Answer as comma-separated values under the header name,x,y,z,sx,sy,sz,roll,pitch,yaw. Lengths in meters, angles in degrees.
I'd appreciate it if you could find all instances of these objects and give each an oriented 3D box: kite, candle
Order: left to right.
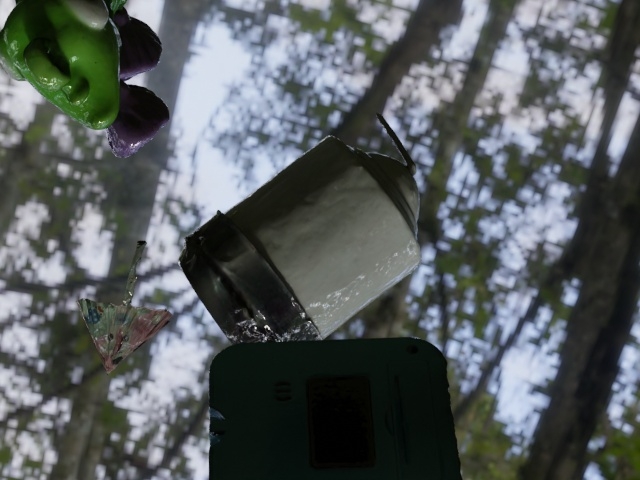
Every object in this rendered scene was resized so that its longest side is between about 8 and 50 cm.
name,x,y,z,sx,sy,sz,roll,pitch,yaw
kite,-0.216,0.075,1.704,0.011,0.156,0.139,20,-172,42
candle,0.000,0.000,1.986,0.342,0.221,0.221,-36,-135,-5

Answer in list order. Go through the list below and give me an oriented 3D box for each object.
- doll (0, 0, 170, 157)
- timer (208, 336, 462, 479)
name,x,y,z,sx,sy,sz,roll,pitch,yaw
doll,-0.110,-0.111,0.679,0.050,0.115,0.190,-25,-150,13
timer,0.010,0.208,1.566,0.250,0.091,0.232,1,-137,-4
